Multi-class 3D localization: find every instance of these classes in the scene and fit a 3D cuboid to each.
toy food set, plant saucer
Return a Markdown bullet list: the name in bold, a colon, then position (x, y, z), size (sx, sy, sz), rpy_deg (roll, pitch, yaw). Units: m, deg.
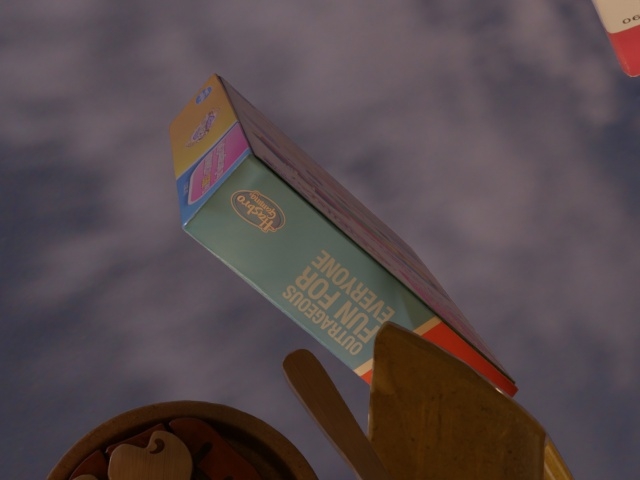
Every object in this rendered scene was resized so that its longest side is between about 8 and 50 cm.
- **toy food set**: position (-0.052, 0.120, 0.471), size (0.192, 0.038, 0.132), rpy_deg (-29, -113, -19)
- **plant saucer**: position (0.113, 0.256, 0.657), size (0.333, 0.081, 0.332), rpy_deg (54, -147, -48)

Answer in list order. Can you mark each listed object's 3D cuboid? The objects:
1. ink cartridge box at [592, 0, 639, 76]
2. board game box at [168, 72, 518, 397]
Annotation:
- **ink cartridge box**: position (0.281, -0.294, 0.814), size (0.385, 0.279, 0.160), rpy_deg (33, -141, -63)
- **board game box**: position (0.000, 0.000, 0.896), size (0.242, 0.064, 0.316), rpy_deg (41, -173, -17)
